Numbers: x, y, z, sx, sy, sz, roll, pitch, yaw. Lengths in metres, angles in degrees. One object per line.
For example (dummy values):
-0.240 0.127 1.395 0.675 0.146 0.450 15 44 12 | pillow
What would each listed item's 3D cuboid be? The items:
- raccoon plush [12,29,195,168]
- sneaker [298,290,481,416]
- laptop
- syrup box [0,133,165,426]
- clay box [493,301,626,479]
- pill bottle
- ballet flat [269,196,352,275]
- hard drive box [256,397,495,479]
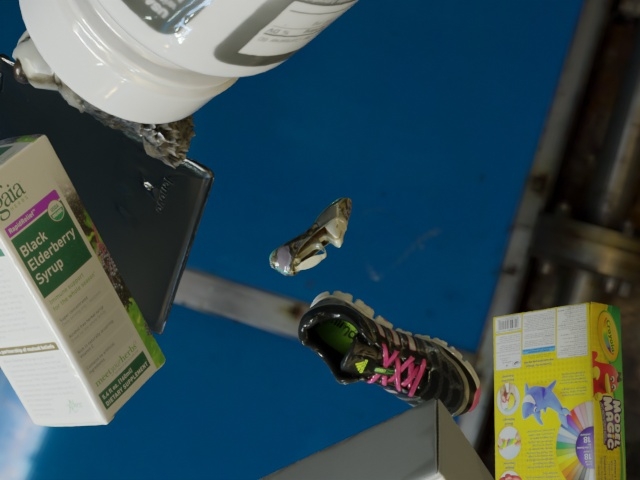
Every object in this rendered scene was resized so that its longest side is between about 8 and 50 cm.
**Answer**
-0.088 -0.281 1.241 0.446 0.299 0.216 -38 -38 4 | raccoon plush
0.050 0.100 1.153 0.075 0.170 0.063 -21 -42 -61 | sneaker
-0.298 -0.147 1.675 0.382 0.236 0.407 116 149 -55 | laptop
-0.239 0.037 1.179 0.093 0.096 0.236 -48 -58 -45 | syrup box
0.231 0.178 1.344 0.053 0.127 0.222 10 -105 -39 | clay box
-0.031 -0.185 0.711 0.161 0.283 0.161 22 -127 -32 | pill bottle
0.000 0.000 1.432 0.114 0.041 0.041 -39 -37 -22 | ballet flat
0.027 0.243 0.981 0.181 0.232 0.089 55 -161 -21 | hard drive box
